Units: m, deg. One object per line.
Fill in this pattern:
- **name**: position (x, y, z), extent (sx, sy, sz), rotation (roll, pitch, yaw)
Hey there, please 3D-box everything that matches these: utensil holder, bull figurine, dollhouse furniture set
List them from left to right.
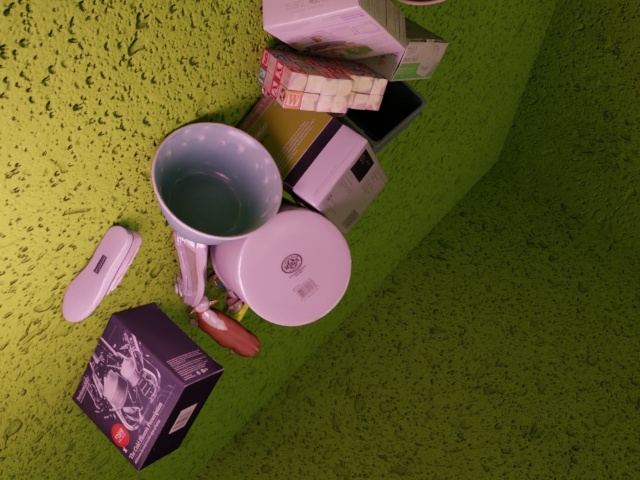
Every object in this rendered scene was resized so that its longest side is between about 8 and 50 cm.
- **bull figurine**: position (-0.335, 0.286, 2.124), extent (0.101, 0.310, 0.188), rotation (-52, -163, -20)
- **dollhouse furniture set**: position (-0.309, 0.153, 2.149), extent (0.129, 0.129, 0.184), rotation (-39, -174, -31)
- **utensil holder**: position (-0.121, 0.042, 1.778), extent (0.327, 0.327, 0.385), rotation (-49, -162, -6)

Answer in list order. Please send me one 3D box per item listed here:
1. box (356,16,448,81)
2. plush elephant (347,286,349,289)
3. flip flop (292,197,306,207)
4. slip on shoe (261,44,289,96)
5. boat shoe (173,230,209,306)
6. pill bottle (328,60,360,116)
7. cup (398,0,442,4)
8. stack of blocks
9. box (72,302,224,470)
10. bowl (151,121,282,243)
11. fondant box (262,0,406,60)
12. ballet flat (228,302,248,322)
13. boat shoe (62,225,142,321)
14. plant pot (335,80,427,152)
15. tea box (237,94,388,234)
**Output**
- **box**: position (0.196, -0.560, 1.795), extent (0.262, 0.231, 0.126), rotation (-24, 146, -54)
- **plush elephant**: position (-0.073, 0.066, 2.288), extent (0.255, 0.330, 0.272), rotation (4, 131, -45)
- **flip flop**: position (-0.015, -0.220, 2.027), extent (0.080, 0.112, 0.277), rotation (-10, -143, 45)
- **slip on shoe**: position (-0.115, -0.434, 1.623), extent (0.041, 0.051, 0.135), rotation (-99, -154, -61)
- **boat shoe**: position (-0.381, 0.078, 1.860), extent (0.320, 0.103, 0.118), rotation (108, -15, -50)
- **pill bottle**: position (0.066, -0.433, 1.800), extent (0.160, 0.087, 0.087), rotation (-61, 165, -26)
- **cup**: position (0.250, -0.748, 1.536), extent (0.331, 0.331, 0.237), rotation (-61, -177, 24)
- **stack of blocks**: position (0.015, -0.389, 1.580), extent (0.297, 0.171, 0.087), rotation (-1, 123, -31)
- **box**: position (-0.506, 0.418, 1.851), extent (0.179, 0.312, 0.343), rotation (-11, 135, -60)
- **bowl**: position (-0.263, -0.113, 1.548), extent (0.311, 0.311, 0.163), rotation (-38, 175, -33)
- **fondant box**: position (0.043, -0.522, 1.522), extent (0.330, 0.238, 0.096), rotation (3, 84, -65)
- **ballet flat**: position (-0.285, 0.208, 2.337), extent (0.231, 0.077, 0.077), rotation (-53, 139, -3)
- **boat shoe**: position (-0.528, 0.085, 1.559), extent (0.267, 0.096, 0.088), rotation (-61, 155, 2)
- **plant pot**: position (0.129, -0.375, 1.977), extent (0.247, 0.248, 0.252), rotation (-42, 172, -24)
- **tea box**: position (-0.023, -0.221, 1.769), extent (0.220, 0.323, 0.329), rotation (-51, 160, -1)
